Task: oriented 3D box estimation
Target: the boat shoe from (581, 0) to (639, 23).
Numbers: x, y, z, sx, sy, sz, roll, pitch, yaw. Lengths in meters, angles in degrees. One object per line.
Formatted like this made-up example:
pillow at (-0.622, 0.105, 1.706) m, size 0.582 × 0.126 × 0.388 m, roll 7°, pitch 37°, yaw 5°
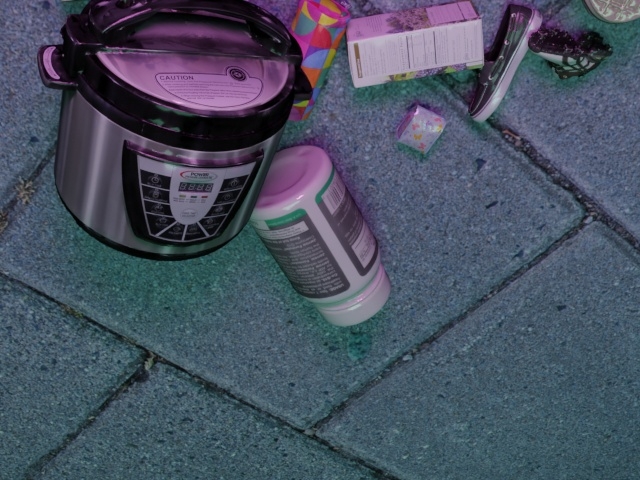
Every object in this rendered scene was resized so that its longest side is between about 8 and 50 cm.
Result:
boat shoe at (0.408, -0.582, 1.169) m, size 0.187 × 0.156 × 0.500 m, roll -19°, pitch 115°, yaw 16°

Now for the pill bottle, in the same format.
pill bottle at (0.000, 0.000, 1.564) m, size 0.204 × 0.204 × 0.361 m, roll -22°, pitch 126°, yaw 13°

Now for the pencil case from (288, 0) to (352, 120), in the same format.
pencil case at (-0.027, -0.331, 1.373) m, size 0.105 × 0.104 × 0.236 m, roll 16°, pitch 125°, yaw -15°

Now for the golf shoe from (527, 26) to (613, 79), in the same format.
golf shoe at (0.441, -0.329, 1.383) m, size 0.198 × 0.077 × 0.094 m, roll -2°, pitch 145°, yaw -32°

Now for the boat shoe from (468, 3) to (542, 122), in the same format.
boat shoe at (0.321, -0.328, 1.407) m, size 0.076 × 0.080 × 0.228 m, roll 20°, pitch 124°, yaw -11°

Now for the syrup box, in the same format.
syrup box at (0.165, -0.353, 1.366) m, size 0.237 × 0.093 × 0.096 m, roll -9°, pitch 128°, yaw 4°

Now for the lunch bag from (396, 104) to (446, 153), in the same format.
lunch bag at (0.199, -0.223, 1.497) m, size 0.071 × 0.053 × 0.083 m, roll 20°, pitch 134°, yaw -15°

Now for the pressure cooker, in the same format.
pressure cooker at (-0.243, -0.219, 1.250) m, size 0.376 × 0.370 × 0.420 m, roll 31°, pitch 132°, yaw 5°
